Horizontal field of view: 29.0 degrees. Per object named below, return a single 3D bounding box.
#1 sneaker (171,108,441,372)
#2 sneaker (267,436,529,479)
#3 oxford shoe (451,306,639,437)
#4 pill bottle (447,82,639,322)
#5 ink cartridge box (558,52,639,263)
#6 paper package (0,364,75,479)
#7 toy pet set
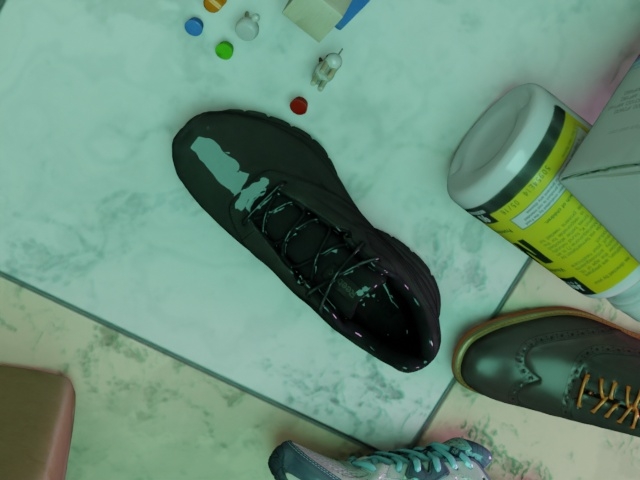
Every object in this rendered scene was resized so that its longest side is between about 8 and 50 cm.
[{"bbox_3d":[0.000,0.000,1.006,0.286,0.130,0.109,38,101,-15],"label":"sneaker"},{"bbox_3d":[0.086,0.222,1.113,0.283,0.110,0.122,26,90,-21],"label":"sneaker"},{"bbox_3d":[0.253,0.122,1.091,0.272,0.098,0.096,5,106,-9],"label":"oxford shoe"},{"bbox_3d":[0.219,-0.026,1.031,0.208,0.119,0.119,35,100,-15],"label":"pill bottle"},{"bbox_3d":[0.362,-0.096,0.963,0.226,0.131,0.306,43,72,-18],"label":"ink cartridge box"},{"bbox_3d":[-0.356,0.210,0.924,0.310,0.325,0.168,9,105,-9],"label":"paper package"},{"bbox_3d":[-0.024,-0.183,0.995,0.122,0.065,0.114,37,134,-13],"label":"toy pet set"}]
